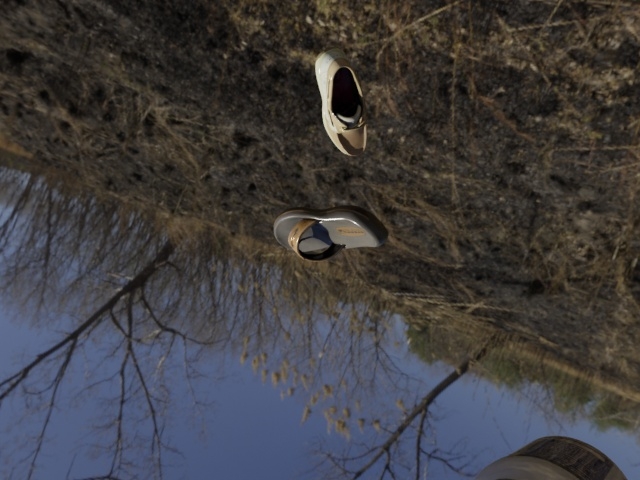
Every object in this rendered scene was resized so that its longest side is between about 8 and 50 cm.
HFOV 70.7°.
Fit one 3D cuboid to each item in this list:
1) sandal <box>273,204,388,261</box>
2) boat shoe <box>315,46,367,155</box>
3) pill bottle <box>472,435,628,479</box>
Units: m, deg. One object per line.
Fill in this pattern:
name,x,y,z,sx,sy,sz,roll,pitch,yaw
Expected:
sandal,0.000,0.000,0.622,0.220,0.060,0.090,1,147,50
boat shoe,0.028,-0.147,0.515,0.045,0.050,0.135,-116,0,-46
pill bottle,0.248,0.309,0.492,0.153,0.153,0.265,20,-179,40
